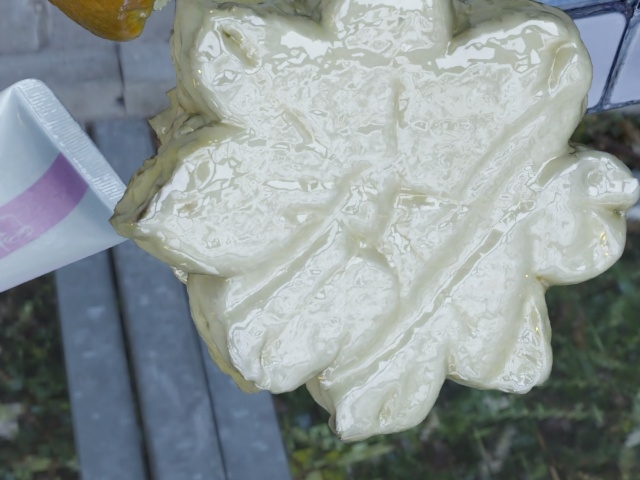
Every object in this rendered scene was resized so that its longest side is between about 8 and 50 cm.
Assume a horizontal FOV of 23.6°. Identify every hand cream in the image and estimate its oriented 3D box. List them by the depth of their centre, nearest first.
[{"bbox_3d":[-0.307,0.011,1.055,0.359,0.118,0.185,-22,142,9],"label":"hand cream"}]

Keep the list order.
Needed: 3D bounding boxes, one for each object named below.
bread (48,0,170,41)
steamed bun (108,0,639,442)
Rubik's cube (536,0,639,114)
[{"bbox_3d":[-0.153,-0.256,1.058,0.121,0.174,0.245,-33,165,-30],"label":"bread"},{"bbox_3d":[0.021,-0.042,0.877,0.296,0.137,0.292,-12,107,-13],"label":"steamed bun"},{"bbox_3d":[0.246,-0.334,1.557,0.313,0.316,0.318,-13,140,-22],"label":"Rubik's cube"}]
